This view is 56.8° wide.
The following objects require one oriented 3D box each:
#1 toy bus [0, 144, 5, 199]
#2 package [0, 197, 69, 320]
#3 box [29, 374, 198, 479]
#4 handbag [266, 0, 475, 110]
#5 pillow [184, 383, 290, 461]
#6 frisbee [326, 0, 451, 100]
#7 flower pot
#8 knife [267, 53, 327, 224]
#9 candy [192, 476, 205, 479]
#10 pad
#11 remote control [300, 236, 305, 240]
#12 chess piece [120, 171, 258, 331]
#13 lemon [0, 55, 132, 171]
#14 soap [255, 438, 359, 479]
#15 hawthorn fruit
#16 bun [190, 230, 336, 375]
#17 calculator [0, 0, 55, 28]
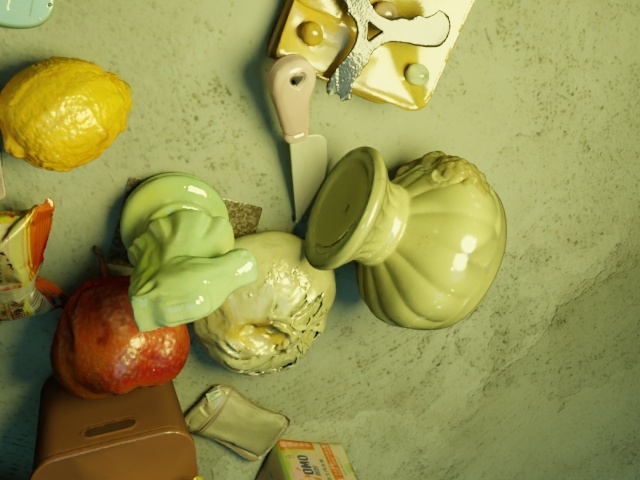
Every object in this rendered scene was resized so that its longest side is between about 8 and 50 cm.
[{"bbox_3d":[-0.481,-0.143,0.743,0.142,0.142,0.202,-6,117,-20],"label":"toy bus"},{"bbox_3d":[-0.515,0.040,0.834,0.288,0.108,0.223,-7,132,-24],"label":"package"},{"bbox_3d":[-0.350,0.402,1.034,0.239,0.229,0.339,-9,119,-20],"label":"box"},{"bbox_3d":[0.107,-0.411,0.877,0.283,0.133,0.401,18,110,-21],"label":"handbag"},{"bbox_3d":[-0.167,0.376,1.216,0.233,0.038,0.130,38,94,-34],"label":"pillow"},{"bbox_3d":[0.062,-0.290,0.853,0.211,0.012,0.187,29,108,-20],"label":"frisbee"},{"bbox_3d":[0.129,-0.018,0.987,0.244,0.307,0.307,22,106,-25],"label":"flower pot"},{"bbox_3d":[-0.028,-0.153,0.963,0.081,0.043,0.336,-25,144,-15],"label":"knife"},{"bbox_3d":[-0.264,0.505,0.938,0.297,0.081,0.187,-34,122,-4],"label":"candy"},{"bbox_3d":[-0.226,-0.010,1.008,0.235,0.003,0.158,12,111,-28],"label":"pad"},{"bbox_3d":[0.000,0.000,1.106,0.091,0.016,0.034,-19,118,-14],"label":"remote control"},{"bbox_3d":[-0.195,0.022,0.858,0.176,0.298,0.175,-9,118,-17],"label":"chess piece"},{"bbox_3d":[-0.338,-0.172,0.792,0.187,0.142,0.142,-36,127,-27],"label":"lemon"},{"bbox_3d":[-0.019,0.547,1.276,0.182,0.199,0.138,13,112,-28],"label":"soap"},{"bbox_3d":[-0.320,0.121,0.938,0.207,0.207,0.243,-13,80,-17],"label":"hawthorn fruit"},{"bbox_3d":[-0.093,0.125,1.050,0.287,0.146,0.287,-11,120,-19],"label":"bun"},{"bbox_3d":[-0.419,-0.323,0.749,0.153,0.021,0.095,10,111,-31],"label":"calculator"}]
